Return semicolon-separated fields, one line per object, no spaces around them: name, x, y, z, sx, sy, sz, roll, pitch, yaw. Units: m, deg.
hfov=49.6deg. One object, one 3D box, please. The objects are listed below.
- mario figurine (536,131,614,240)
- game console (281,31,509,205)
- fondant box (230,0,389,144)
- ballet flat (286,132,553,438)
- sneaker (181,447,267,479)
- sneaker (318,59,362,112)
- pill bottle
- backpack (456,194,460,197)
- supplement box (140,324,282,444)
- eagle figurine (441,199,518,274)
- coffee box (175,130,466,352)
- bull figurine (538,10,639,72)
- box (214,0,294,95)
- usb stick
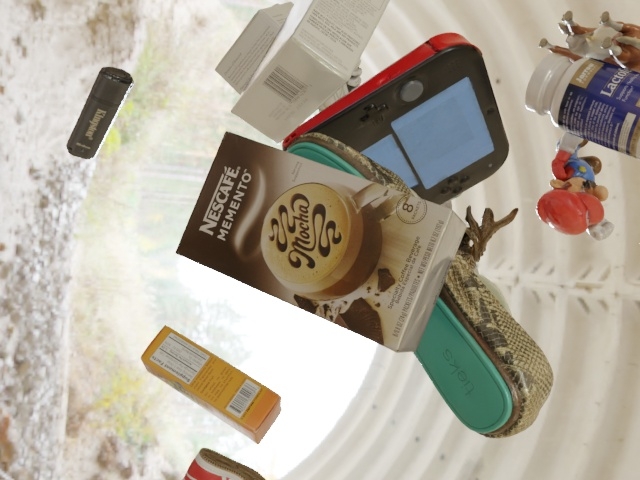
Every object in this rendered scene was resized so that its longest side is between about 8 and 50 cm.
mario figurine;0.606;-0.130;1.575;0.320;0.198;0.170;-62;178;-46
game console;0.151;-0.154;1.208;0.060;0.342;0.386;60;7;34
fondant box;0.013;-0.329;1.018;0.238;0.096;0.330;-28;-148;60
ballet flat;0.137;0.042;0.956;0.482;0.182;0.164;52;-50;15
sneaker;-0.119;0.314;0.873;0.067;0.118;0.042;-54;-165;8
sneaker;0.042;-0.302;1.540;0.110;0.118;0.292;-124;-166;-54
pill bottle;0.552;-0.270;1.364;0.265;0.153;0.153;31;-58;33
backpack;0.313;-0.183;1.905;0.152;0.182;0.115;-45;-177;-31
supplement box;-0.178;0.234;1.135;0.080;0.233;0.078;-52;162;-26
eagle figurine;0.318;0.034;1.696;0.298;0.226;0.225;146;-59;-62
coffee box;0.000;0.000;0.834;0.168;0.297;0.119;-69;159;-1
bull figurine;0.608;-0.401;1.422;0.310;0.189;0.101;22;-84;62
box;-0.110;-0.420;1.547;0.182;0.119;0.181;-44;-177;30
usb stick;-0.503;-0.285;1.572;0.278;0.077;0.045;-46;-134;40
